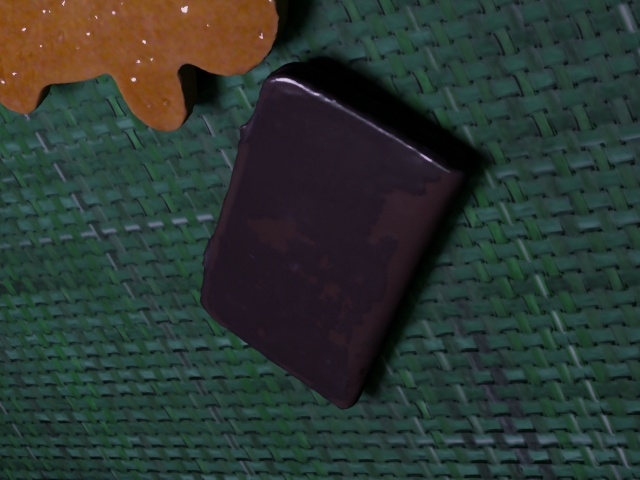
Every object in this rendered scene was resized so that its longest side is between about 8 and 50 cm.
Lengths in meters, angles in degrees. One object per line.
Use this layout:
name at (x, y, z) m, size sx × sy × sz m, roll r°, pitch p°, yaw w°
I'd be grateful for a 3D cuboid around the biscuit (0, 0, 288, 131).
biscuit at (-0.157, -0.182, 1.239) m, size 0.340 × 0.047 × 0.216 m, roll -2°, pitch 125°, yaw 39°

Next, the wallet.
wallet at (0.000, 0.000, 1.265) m, size 0.165 × 0.042 × 0.309 m, roll 33°, pitch 141°, yaw 11°
